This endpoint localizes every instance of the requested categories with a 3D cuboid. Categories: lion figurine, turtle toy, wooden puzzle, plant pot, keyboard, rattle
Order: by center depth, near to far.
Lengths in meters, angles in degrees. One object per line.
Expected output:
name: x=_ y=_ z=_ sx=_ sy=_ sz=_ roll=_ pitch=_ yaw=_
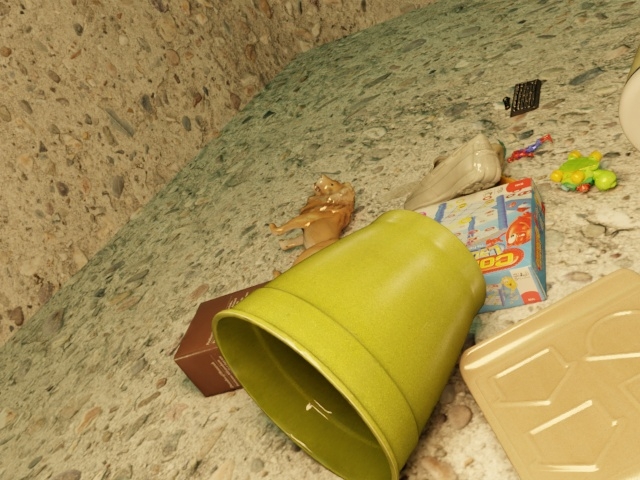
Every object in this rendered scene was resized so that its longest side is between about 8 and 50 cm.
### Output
wooden puzzle: x=0.400 y=0.220 z=0.915 sx=0.322 sy=0.080 sz=0.348 roll=-30 pitch=31 yaw=5
plant pot: x=0.079 y=0.143 z=1.069 sx=0.353 sy=0.366 sz=0.366 roll=-43 pitch=28 yaw=-28
turtle toy: x=0.552 y=-0.136 z=1.369 sx=0.095 sy=0.066 sz=0.130 roll=-42 pitch=29 yaw=-21
rattle: x=0.445 y=-0.167 z=1.537 sx=0.142 sy=0.130 sz=0.199 roll=4 pitch=15 yaw=34
lion figurine: x=0.000 y=0.000 z=1.675 sx=0.240 sy=0.142 sz=0.392 roll=-20 pitch=42 yaw=7
keyboard: x=0.567 y=-0.405 z=1.866 sx=0.108 sy=0.023 sz=0.180 roll=-15 pitch=30 yaw=31

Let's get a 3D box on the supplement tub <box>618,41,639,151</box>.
supplement tub: x=0.744 y=-0.330 z=1.310 sx=0.235 sy=0.235 sz=0.325 roll=-6 pitch=36 yaw=41

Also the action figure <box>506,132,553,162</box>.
action figure: x=0.509 y=-0.221 z=1.603 sx=0.115 sy=0.030 sz=0.038 roll=-25 pitch=21 yaw=23

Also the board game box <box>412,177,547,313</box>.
board game box: x=0.295 y=0.024 z=1.342 sx=0.308 sy=0.086 sz=0.302 roll=-16 pitch=30 yaw=27

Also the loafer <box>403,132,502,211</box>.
loafer: x=0.291 y=-0.137 z=1.496 sx=0.112 sy=0.111 sz=0.319 roll=1 pitch=-17 yaw=-28

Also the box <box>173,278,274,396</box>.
box: x=-0.108 y=0.193 z=1.421 sx=0.381 sy=0.143 sz=0.191 roll=-17 pitch=30 yaw=23
